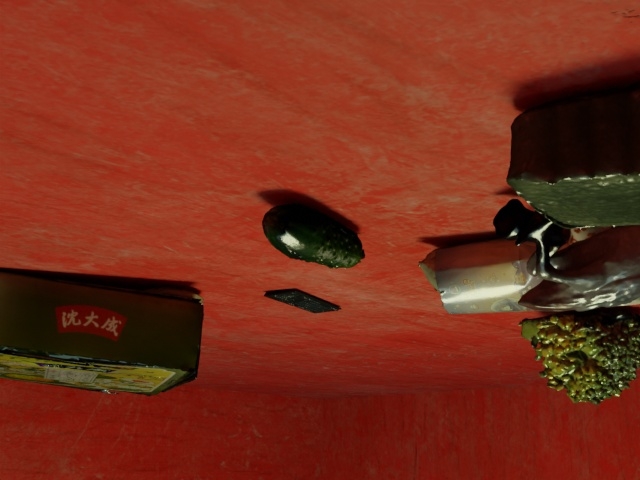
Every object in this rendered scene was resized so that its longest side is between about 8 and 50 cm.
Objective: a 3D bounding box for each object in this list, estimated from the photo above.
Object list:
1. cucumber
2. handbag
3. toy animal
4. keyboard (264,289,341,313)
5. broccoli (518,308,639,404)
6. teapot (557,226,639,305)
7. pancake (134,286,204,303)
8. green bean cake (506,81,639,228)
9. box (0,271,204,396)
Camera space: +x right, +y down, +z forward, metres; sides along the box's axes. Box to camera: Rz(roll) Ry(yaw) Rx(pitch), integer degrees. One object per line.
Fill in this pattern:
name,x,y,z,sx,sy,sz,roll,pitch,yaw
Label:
cucumber,0.000,0.000,1.171,0.069,0.069,0.227,-7,166,27
handbag,0.229,0.046,1.301,0.173,0.095,0.117,-6,133,20
toy animal,0.359,0.019,1.106,0.324,0.090,0.195,2,140,-8
keyboard,-0.030,0.114,1.733,0.067,0.011,0.202,-7,164,24
broccoli,0.519,0.239,1.877,0.273,0.181,0.242,-12,162,42
teapot,0.395,0.033,1.253,0.159,0.116,0.245,-20,164,27
pancake,-0.271,0.102,1.660,0.139,0.022,0.139,5,164,1
green bean cake,0.275,-0.069,0.832,0.185,0.094,0.183,-8,164,32
box,-0.434,0.180,1.684,0.372,0.138,0.420,11,162,-17
